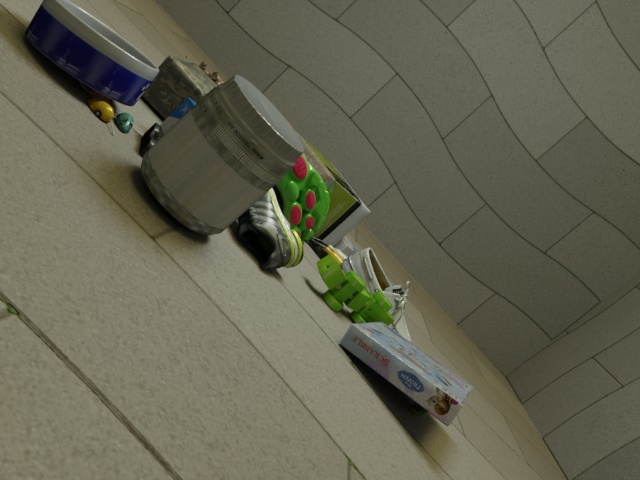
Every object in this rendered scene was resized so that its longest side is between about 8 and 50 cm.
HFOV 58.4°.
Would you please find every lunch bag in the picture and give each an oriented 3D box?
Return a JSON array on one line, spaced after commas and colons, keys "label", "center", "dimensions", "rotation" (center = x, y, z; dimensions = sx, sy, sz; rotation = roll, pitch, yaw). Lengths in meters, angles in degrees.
[{"label": "lunch bag", "center": [-0.370, -0.410, 1.708], "dimensions": [0.235, 0.169, 0.287], "rotation": [46, 15, -6]}]

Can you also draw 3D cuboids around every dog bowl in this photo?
[{"label": "dog bowl", "center": [-0.498, -0.417, 1.262], "dimensions": [0.265, 0.104, 0.265], "rotation": [37, 10, -7]}]

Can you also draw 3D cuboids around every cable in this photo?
[{"label": "cable", "center": [0.000, 0.000, 1.952], "dimensions": [0.287, 0.072, 0.139], "rotation": [48, 13, -4]}]

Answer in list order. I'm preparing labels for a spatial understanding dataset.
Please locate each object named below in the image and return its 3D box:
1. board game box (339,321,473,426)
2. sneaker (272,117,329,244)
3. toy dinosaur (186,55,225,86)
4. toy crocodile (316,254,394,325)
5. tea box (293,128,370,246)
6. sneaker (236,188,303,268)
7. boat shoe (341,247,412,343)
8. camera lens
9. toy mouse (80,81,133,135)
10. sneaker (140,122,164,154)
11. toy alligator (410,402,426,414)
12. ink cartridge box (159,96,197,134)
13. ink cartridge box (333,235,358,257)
[{"label": "board game box", "center": [0.232, 0.328, 1.481], "dimensions": [0.319, 0.065, 0.318], "rotation": [35, 6, 21]}, {"label": "sneaker", "center": [-0.118, -0.173, 1.576], "dimensions": [0.202, 0.185, 0.482], "rotation": [32, -27, 42]}, {"label": "toy dinosaur", "center": [-0.451, -0.626, 2.359], "dimensions": [0.296, 0.127, 0.200], "rotation": [37, 1, 9]}, {"label": "toy crocodile", "center": [0.103, 0.163, 1.650], "dimensions": [0.340, 0.115, 0.105], "rotation": [40, 12, -38]}, {"label": "tea box", "center": [-0.038, -0.197, 2.134], "dimensions": [0.323, 0.220, 0.329], "rotation": [37, 14, -50]}, {"label": "sneaker", "center": [-0.158, -0.059, 1.382], "dimensions": [0.299, 0.111, 0.121], "rotation": [55, 30, 10]}, {"label": "boat shoe", "center": [0.223, 0.183, 1.832], "dimensions": [0.367, 0.157, 0.136], "rotation": [61, 22, 13]}, {"label": "camera lens", "center": [-0.198, -0.162, 1.141], "dimensions": [0.219, 0.274, 0.219], "rotation": [47, 14, -15]}, {"label": "toy mouse", "center": [-0.458, -0.290, 1.265], "dimensions": [0.161, 0.031, 0.143], "rotation": [49, 10, 6]}, {"label": "sneaker", "center": [-0.360, -0.202, 1.299], "dimensions": [0.089, 0.051, 0.170], "rotation": [42, 16, -28]}, {"label": "toy alligator", "center": [0.274, 0.422, 1.503], "dimensions": [0.190, 0.056, 0.051], "rotation": [22, 49, -66]}, {"label": "ink cartridge box", "center": [-0.294, -0.220, 1.391], "dimensions": [0.231, 0.134, 0.078], "rotation": [52, 10, 27]}, {"label": "ink cartridge box", "center": [0.067, -0.002, 2.281], "dimensions": [0.104, 0.062, 0.181], "rotation": [36, 16, -51]}]
